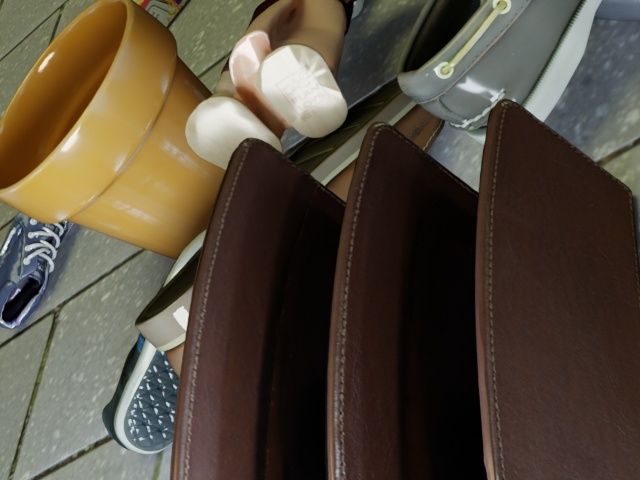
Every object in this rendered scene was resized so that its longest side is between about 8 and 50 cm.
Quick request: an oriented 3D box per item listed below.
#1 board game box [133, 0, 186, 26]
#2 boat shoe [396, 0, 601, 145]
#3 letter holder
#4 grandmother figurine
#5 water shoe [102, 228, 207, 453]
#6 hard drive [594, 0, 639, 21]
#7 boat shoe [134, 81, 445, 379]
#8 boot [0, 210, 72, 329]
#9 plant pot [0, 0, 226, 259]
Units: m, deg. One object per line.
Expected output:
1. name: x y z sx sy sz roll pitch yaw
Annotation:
1. board game box: -0.238 -0.254 1.747 0.193 0.045 0.147 -51 28 9
2. boat shoe: 0.148 -0.212 0.943 0.109 0.091 0.305 27 92 61
3. letter holder: 0.053 0.061 0.785 0.152 0.214 0.302 -33 35 35
4. grandmother figurine: -0.016 -0.177 1.203 0.208 0.104 0.342 -25 23 16
5. water shoe: -0.121 0.073 1.192 0.080 0.073 0.203 2 61 60
6. hard drive: 0.214 -0.230 1.014 0.172 0.054 0.254 -57 29 -3
7. boat shoe: 0.000 0.000 1.055 0.307 0.104 0.111 -45 12 -26
8. boot: -0.296 0.003 1.555 0.190 0.069 0.086 -59 34 10
9. plant pot: -0.160 -0.080 1.291 0.205 0.188 0.205 -37 33 29
